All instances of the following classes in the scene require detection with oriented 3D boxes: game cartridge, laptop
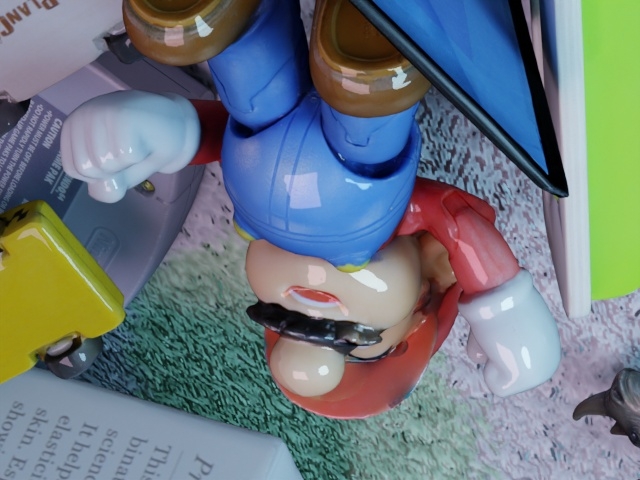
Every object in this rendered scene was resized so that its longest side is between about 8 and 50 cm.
[{"bbox_3d":[-0.181,-0.038,0.997,0.196,0.060,0.294,38,138,0],"label":"game cartridge"},{"bbox_3d":[0.043,-0.190,0.583,0.137,0.234,0.264,8,121,-5],"label":"laptop"}]

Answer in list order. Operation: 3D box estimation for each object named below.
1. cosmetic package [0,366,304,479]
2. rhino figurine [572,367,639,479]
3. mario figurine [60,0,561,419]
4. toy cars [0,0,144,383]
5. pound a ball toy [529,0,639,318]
[{"bbox_3d":[-0.225,0.282,1.059,0.394,0.329,0.327,15,153,19],"label":"cosmetic package"},{"bbox_3d":[0.247,0.117,0.865,0.243,0.073,0.106,8,130,27],"label":"rhino figurine"},{"bbox_3d":[0.000,0.000,0.771,0.198,0.170,0.320,52,169,30],"label":"mario figurine"},{"bbox_3d":[-0.172,-0.047,0.878,0.177,0.087,0.393,16,126,-3],"label":"toy cars"},{"bbox_3d":[0.192,-0.097,0.680,0.208,0.135,0.319,-7,129,5],"label":"pound a ball toy"}]
